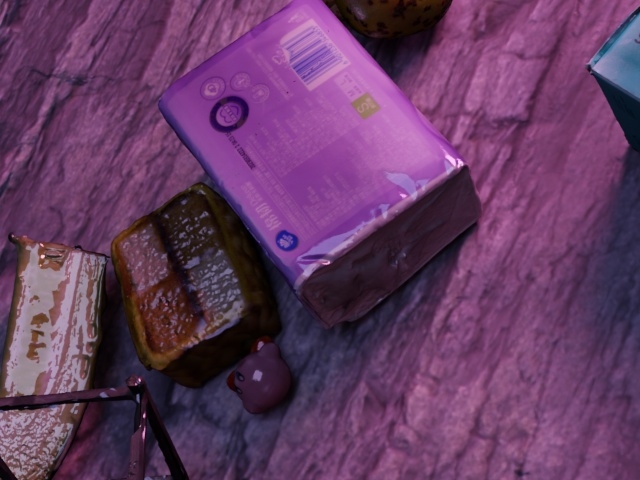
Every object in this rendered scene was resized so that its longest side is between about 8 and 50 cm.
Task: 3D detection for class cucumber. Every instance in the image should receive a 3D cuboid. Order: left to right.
[{"bbox_3d":[-0.341,0.161,1.830,0.145,0.105,0.325,8,80,4],"label":"cucumber"}]

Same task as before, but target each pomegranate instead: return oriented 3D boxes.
[{"bbox_3d":[0.072,-0.314,1.809,0.205,0.159,0.159,-16,59,50],"label":"pomegranate"}]

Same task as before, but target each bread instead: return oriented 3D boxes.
[{"bbox_3d":[-0.158,0.054,1.792,0.181,0.096,0.222,-29,59,9],"label":"bread"}]

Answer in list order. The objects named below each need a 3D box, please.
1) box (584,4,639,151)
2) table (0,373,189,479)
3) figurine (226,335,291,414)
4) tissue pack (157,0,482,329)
[{"bbox_3d":[0.443,-0.105,1.506,0.311,0.205,0.118,38,86,33],"label":"box"},{"bbox_3d":[-0.270,0.359,1.554,0.222,0.272,0.335,-5,57,5],"label":"table"},{"bbox_3d":[-0.067,0.159,1.717,0.071,0.067,0.083,-122,51,-67],"label":"figurine"},{"bbox_3d":[0.001,-0.093,1.733,0.242,0.160,0.338,-36,60,-2],"label":"tissue pack"}]
